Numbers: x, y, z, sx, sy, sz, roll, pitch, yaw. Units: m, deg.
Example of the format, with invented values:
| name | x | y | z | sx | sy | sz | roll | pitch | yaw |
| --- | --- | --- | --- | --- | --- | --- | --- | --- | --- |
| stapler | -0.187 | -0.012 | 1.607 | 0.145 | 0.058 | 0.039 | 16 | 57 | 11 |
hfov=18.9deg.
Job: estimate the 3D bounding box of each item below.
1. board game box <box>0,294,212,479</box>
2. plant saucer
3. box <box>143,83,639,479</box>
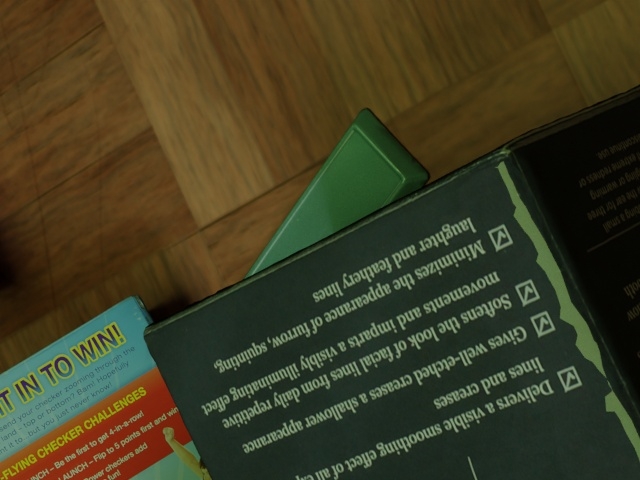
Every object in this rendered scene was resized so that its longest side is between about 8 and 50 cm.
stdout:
| name | x | y | z | sx | sy | sz | roll | pitch | yaw |
| --- | --- | --- | --- | --- | --- | --- | --- | --- | --- |
| board game box | -0.180 | 0.247 | 1.364 | 0.308 | 0.086 | 0.302 | -31 | 80 | -4 |
| plant saucer | 0.000 | 0.000 | 1.317 | 0.067 | 0.018 | 0.192 | 48 | 127 | 17 |
| box | 0.134 | 0.152 | 1.123 | 0.293 | 0.212 | 0.395 | -26 | 88 | 39 |
